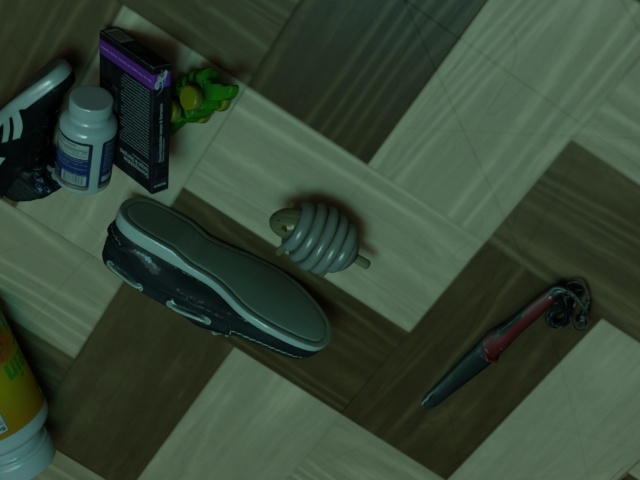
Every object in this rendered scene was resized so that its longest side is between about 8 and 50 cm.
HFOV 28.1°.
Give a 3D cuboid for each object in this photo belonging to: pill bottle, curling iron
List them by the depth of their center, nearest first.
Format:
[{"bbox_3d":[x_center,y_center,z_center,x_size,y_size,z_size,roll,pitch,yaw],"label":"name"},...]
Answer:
[{"bbox_3d":[-0.269,-0.117,1.473,0.067,0.067,0.120,19,131,4],"label":"pill bottle"},{"bbox_3d":[0.220,0.136,1.550,0.068,0.035,0.274,43,121,-12],"label":"curling iron"},{"bbox_3d":[-0.449,0.206,1.713,0.136,0.136,0.245,-10,117,20],"label":"pill bottle"}]

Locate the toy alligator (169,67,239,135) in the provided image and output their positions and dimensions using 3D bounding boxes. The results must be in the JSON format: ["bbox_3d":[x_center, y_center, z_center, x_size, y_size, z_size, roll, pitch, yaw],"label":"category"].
[{"bbox_3d":[-0.162,-0.157,1.475,0.190,0.056,0.051,-24,76,43],"label":"toy alligator"}]

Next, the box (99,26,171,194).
[{"bbox_3d":[-0.214,-0.148,1.468,0.116,0.029,0.162,37,132,39],"label":"box"}]

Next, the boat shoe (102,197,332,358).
[{"bbox_3d":[-0.128,0.061,1.563,0.303,0.114,0.091,35,123,7],"label":"boat shoe"}]

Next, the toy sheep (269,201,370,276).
[{"bbox_3d":[0.000,0.000,1.503,0.132,0.091,0.091,24,124,-16],"label":"toy sheep"}]

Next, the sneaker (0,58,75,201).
[{"bbox_3d":[-0.332,-0.122,1.529,0.217,0.079,0.121,-31,112,37],"label":"sneaker"}]
